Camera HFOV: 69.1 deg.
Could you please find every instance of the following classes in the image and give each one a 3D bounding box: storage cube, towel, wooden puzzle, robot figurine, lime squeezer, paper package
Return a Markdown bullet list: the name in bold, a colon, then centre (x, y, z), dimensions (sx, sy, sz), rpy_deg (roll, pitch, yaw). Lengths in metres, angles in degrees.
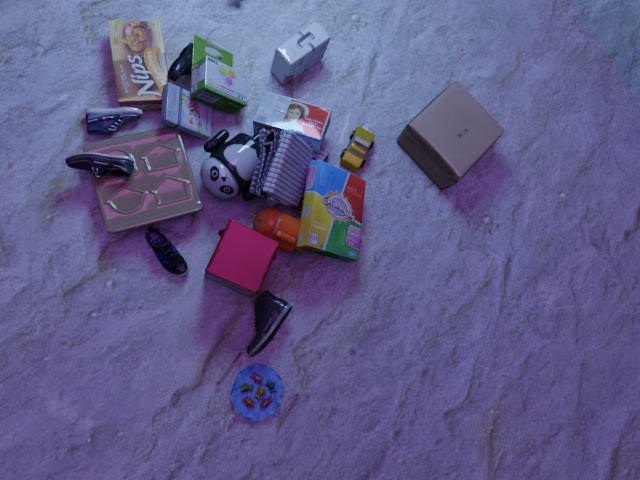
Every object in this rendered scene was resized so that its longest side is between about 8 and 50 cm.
- **storage cube**: centre (-0.273, 0.067, 1.584), dimensions (0.215, 0.184, 0.193), rpy_deg (25, 74, -9)
- **towel**: centre (-0.139, -0.246, 1.618), dimensions (0.121, 0.284, 0.235), rpy_deg (17, 91, 18)
- **wooden puzzle**: centre (-0.611, -0.211, 1.613), dimensions (0.322, 0.080, 0.347), rpy_deg (-17, 78, -18)
- **robot figurine**: centre (-0.294, -0.270, 1.654), dimensions (0.209, 0.173, 0.278), rpy_deg (39, 69, 23)
- **robot figurine**: centre (-0.148, -0.040, 1.655), dimensions (0.219, 0.128, 0.158), rpy_deg (28, 47, -30)
- **lime squeezer**: centre (0.000, 0.000, 1.750), dimensions (0.311, 0.059, 0.109), rpy_deg (-19, 114, -20)
- **paper package**: centre (0.531, -0.431, 1.919), dimensions (0.325, 0.168, 0.309), rpy_deg (-44, 92, -18)

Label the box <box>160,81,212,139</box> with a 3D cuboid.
- **box**: centre (-0.478, -0.461, 1.668), dimensions (0.186, 0.038, 0.145), rpy_deg (15, 70, -49)

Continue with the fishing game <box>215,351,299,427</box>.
- **fishing game**: centre (-0.215, 0.514, 1.578), dimensions (0.264, 0.041, 0.189), rpy_deg (40, 69, -4)

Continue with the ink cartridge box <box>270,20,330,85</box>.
- **ink cartridge box**: centre (-0.080, -0.731, 1.821), dimensions (0.218, 0.158, 0.092), rpy_deg (-40, 90, -20)

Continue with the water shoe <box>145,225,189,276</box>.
- **water shoe**: centre (-0.526, 0.040, 1.574), dimensions (0.073, 0.080, 0.203), rpy_deg (-42, 91, -19)

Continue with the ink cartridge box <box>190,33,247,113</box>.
- **ink cartridge box**: centre (-0.371, -0.627, 1.711), dimensions (0.189, 0.097, 0.255), rpy_deg (10, 74, -47)

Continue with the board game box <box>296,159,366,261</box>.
- **board game box**: centre (0.045, -0.102, 1.683), dimensions (0.242, 0.064, 0.316), rpy_deg (17, 73, -37)

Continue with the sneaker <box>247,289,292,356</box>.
- **sneaker**: centre (-0.208, 0.288, 1.620), dimensions (0.118, 0.083, 0.222), rpy_deg (34, 78, 14)

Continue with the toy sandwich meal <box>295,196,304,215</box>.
- **toy sandwich meal**: centre (-0.055, -0.133, 1.766), dimensions (0.086, 0.029, 0.085), rpy_deg (3, 77, -14)

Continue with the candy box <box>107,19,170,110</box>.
- **candy box**: centre (-0.651, -0.631, 1.682), dimensions (0.183, 0.087, 0.316), rpy_deg (-9, 82, -18)

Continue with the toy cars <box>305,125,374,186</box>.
- **toy cars**: centre (0.062, -0.339, 1.813), dimensions (0.394, 0.087, 0.176), rpy_deg (-21, 84, -18)

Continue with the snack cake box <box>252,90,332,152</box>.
- **snack cake box**: centre (-0.105, -0.448, 1.752), dimensions (0.265, 0.089, 0.152), rpy_deg (17, 65, 3)

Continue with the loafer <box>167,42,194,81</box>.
- **loafer**: centre (-0.490, -0.644, 1.703), dimensions (0.078, 0.076, 0.223), rpy_deg (45, 38, -31)

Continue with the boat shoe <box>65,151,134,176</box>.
- **boat shoe**: centre (-0.719, -0.241, 1.514), dimensions (0.206, 0.075, 0.064), rpy_deg (-1, 71, -18)

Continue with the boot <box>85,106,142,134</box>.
- **boot**: centre (-0.723, -0.417, 1.635), dimensions (0.190, 0.069, 0.086), rpy_deg (-5, 86, -8)
